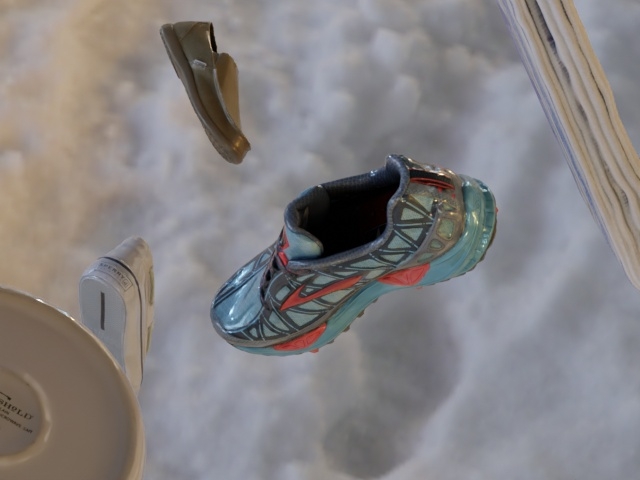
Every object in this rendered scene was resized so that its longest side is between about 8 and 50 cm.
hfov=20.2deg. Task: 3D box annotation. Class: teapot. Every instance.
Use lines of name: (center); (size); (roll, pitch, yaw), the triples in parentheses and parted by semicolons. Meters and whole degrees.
teapot: (-0.249, 0.166, 1.250); (0.252, 0.187, 0.256); (-11, 61, -36)

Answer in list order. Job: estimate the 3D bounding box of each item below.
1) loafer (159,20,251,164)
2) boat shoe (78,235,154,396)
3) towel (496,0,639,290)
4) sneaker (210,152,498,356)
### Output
loafer: (-0.090, -0.132, 1.522); (0.050, 0.056, 0.148); (-27, 68, -1)
boat shoe: (-0.189, 0.087, 1.722); (0.083, 0.226, 0.076); (33, 52, 11)
towel: (0.144, -0.092, 1.051); (0.034, 0.209, 0.285); (-23, 10, 7)
sneaker: (0.000, 0.000, 1.379); (0.125, 0.262, 0.104); (28, 43, -44)
